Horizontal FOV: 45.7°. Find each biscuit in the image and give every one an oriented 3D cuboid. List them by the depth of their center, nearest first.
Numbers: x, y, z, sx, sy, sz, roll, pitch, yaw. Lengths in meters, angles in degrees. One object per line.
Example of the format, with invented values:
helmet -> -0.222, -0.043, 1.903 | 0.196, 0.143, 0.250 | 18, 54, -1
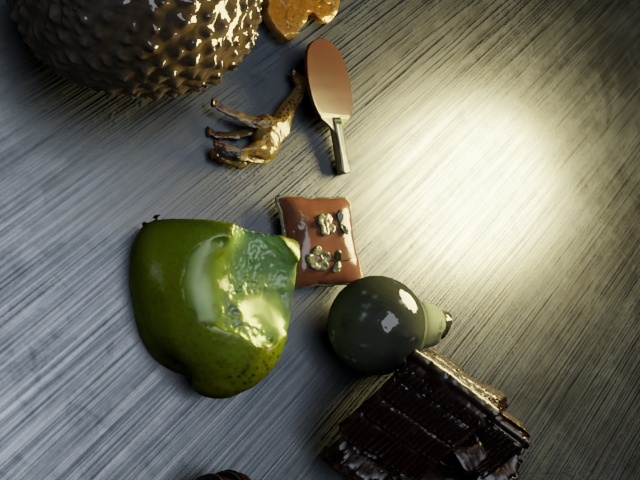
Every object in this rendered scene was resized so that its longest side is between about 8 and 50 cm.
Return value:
biscuit -> -0.063, -0.576, 1.537 | 0.269, 0.051, 0.375 | 14, 74, -30

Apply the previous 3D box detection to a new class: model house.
model house -> 0.216, 0.346, 1.324 | 0.317, 0.282, 0.297 | 38, 52, 8

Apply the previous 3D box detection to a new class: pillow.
pillow -> 0.000, 0.000, 1.432 | 0.171, 0.075, 0.179 | -1, 79, -30

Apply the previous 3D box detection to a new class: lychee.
lychee -> -0.283, -0.398, 1.176 | 0.432, 0.380, 0.380 | 15, 70, -51

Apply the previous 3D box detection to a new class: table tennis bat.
table tennis bat -> 0.025, -0.267, 1.514 | 0.154, 0.021, 0.274 | -11, 93, -55

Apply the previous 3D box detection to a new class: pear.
pear -> -0.171, 0.116, 1.252 | 0.287, 0.176, 0.281 | 15, 74, -26

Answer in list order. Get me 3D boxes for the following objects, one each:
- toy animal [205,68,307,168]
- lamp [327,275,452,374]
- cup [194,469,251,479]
toy animal -> -0.103, -0.227, 1.435 | 0.276, 0.054, 0.149 | -29, 90, -30
lamp -> 0.143, 0.179, 1.444 | 0.314, 0.182, 0.181 | 31, 63, -46
cup -> -0.097, 0.494, 1.210 | 0.280, 0.196, 0.196 | 35, 64, -29
